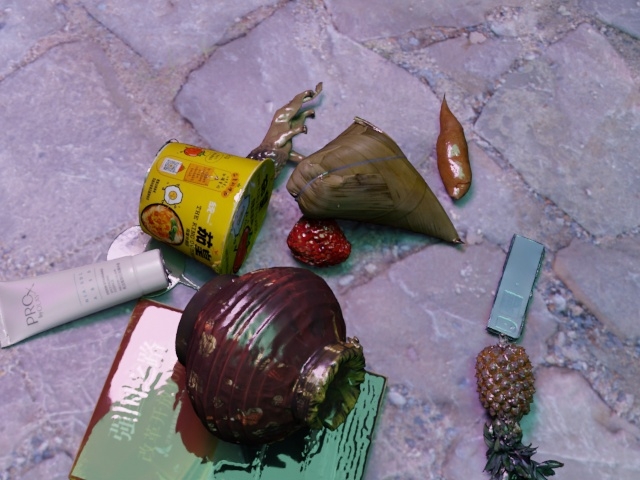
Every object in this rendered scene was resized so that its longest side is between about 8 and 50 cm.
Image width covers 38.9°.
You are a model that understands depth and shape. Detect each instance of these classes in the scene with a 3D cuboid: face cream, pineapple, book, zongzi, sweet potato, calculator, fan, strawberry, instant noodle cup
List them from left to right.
[{"bbox_3d":[-0.328,0.069,1.246,0.243,0.058,0.092,-17,74,-7],"label":"face cream"},{"bbox_3d":[-0.222,0.043,1.302,0.175,0.005,0.113,29,65,2],"label":"fan"},{"bbox_3d":[-0.164,-0.053,1.269,0.144,0.182,0.182,20,65,8],"label":"instant noodle cup"},{"bbox_3d":[-0.114,0.252,1.226,0.374,0.028,0.263,19,66,-3],"label":"book"},{"bbox_3d":[0.000,0.000,1.326,0.096,0.083,0.083,23,65,-5],"label":"strawberry"},{"bbox_3d":[0.086,-0.046,1.318,0.256,0.115,0.228,48,35,0],"label":"zongzi"},{"bbox_3d":[0.210,-0.152,1.443,0.056,0.056,0.195,3,64,-10],"label":"sweet potato"},{"bbox_3d":[0.272,0.239,1.275,0.103,0.083,0.221,0,70,-10],"label":"pineapple"},{"bbox_3d":[0.299,0.071,1.384,0.057,0.018,0.172,23,65,-2],"label":"calculator"}]

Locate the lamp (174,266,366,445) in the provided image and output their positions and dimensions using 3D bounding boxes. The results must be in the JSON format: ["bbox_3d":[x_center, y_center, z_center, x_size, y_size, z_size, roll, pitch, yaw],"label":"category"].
[{"bbox_3d":[-0.060,0.147,1.141,0.247,0.247,0.247,4,67,-9],"label":"lamp"}]

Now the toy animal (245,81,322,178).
[{"bbox_3d":[-0.043,-0.165,1.389,0.086,0.069,0.220,22,62,20],"label":"toy animal"}]
